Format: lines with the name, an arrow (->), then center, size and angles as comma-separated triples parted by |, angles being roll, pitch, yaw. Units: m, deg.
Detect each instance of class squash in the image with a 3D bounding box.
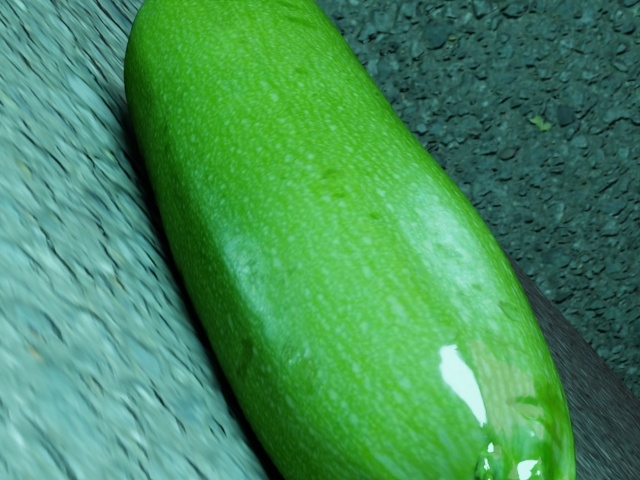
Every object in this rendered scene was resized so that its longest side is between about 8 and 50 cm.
squash -> 0.000, 0.000, 0.616 | 0.101, 0.101, 0.378 | 44, 11, -37
